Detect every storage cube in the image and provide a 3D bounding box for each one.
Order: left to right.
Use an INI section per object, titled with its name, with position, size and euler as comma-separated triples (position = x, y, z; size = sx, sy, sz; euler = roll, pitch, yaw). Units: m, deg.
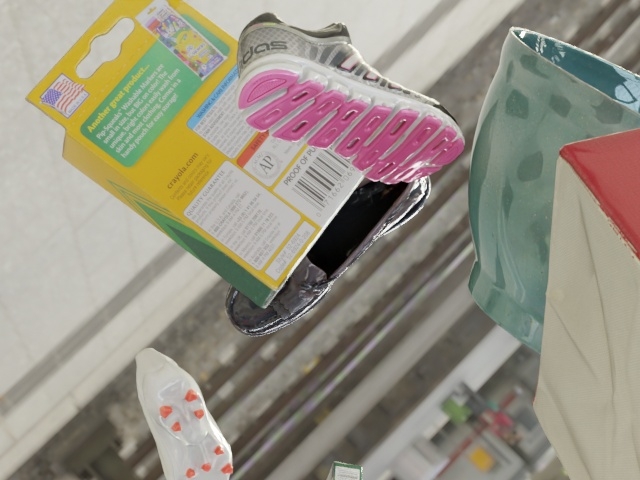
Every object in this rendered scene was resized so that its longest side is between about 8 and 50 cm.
[storage cube]
position = 0.225, 0.059, 0.623
size = 0.193, 0.215, 0.184
euler = -12, 132, -12

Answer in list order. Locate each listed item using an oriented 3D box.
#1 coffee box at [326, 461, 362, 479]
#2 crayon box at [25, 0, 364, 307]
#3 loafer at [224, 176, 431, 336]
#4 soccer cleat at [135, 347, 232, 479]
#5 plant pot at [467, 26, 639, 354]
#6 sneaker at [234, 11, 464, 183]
[coffee box]
position = 0.016, 0.360, 1.550
size = 0.184, 0.040, 0.113
euler = -86, -170, -48
[crayon box]
position = -0.124, -0.108, 1.422
size = 0.203, 0.323, 0.083
euler = -53, 180, -22
[loafer]
position = 0.000, 0.000, 1.593
size = 0.302, 0.109, 0.095
euler = -40, 174, 4
[soccer cleat]
position = -0.130, 0.180, 1.273
size = 0.068, 0.076, 0.196
euler = -26, 135, -16
[plant pot]
position = 0.230, -0.008, 1.016
size = 0.196, 0.293, 0.293
euler = -64, 164, 17
[sneaker]
position = 0.017, -0.088, 0.787
size = 0.170, 0.075, 0.063
euler = 16, 135, -38
